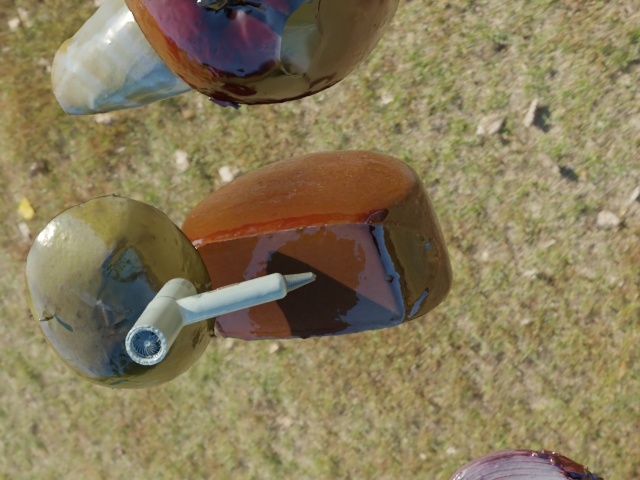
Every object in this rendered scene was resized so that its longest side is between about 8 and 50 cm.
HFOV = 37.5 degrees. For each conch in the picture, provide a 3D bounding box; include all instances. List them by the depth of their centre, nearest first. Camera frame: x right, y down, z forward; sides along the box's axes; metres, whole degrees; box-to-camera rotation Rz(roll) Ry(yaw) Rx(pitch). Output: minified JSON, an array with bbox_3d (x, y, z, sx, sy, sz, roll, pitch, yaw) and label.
[{"bbox_3d":[-0.161,-0.210,0.929,0.255,0.127,0.158,-30,77,1],"label":"conch"}]

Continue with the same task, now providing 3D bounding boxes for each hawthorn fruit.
[{"bbox_3d":[-0.040,-0.162,0.558,0.185,0.202,0.185,3,119,6],"label":"hawthorn fruit"}]

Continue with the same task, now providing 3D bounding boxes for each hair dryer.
[{"bbox_3d":[-0.089,0.062,0.937,0.183,0.155,0.044,-13,105,8],"label":"hair dryer"}]

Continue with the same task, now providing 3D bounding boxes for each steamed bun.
[{"bbox_3d":[0.000,0.000,1.397,0.380,0.248,0.235,-9,121,23],"label":"steamed bun"}]

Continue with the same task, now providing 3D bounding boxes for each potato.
[{"bbox_3d":[-0.256,0.095,1.231,0.116,0.239,0.299,-115,3,-60],"label":"potato"}]

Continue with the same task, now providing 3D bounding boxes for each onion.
[{"bbox_3d":[0.371,0.467,1.686,0.284,0.120,0.227,-25,92,13],"label":"onion"}]
